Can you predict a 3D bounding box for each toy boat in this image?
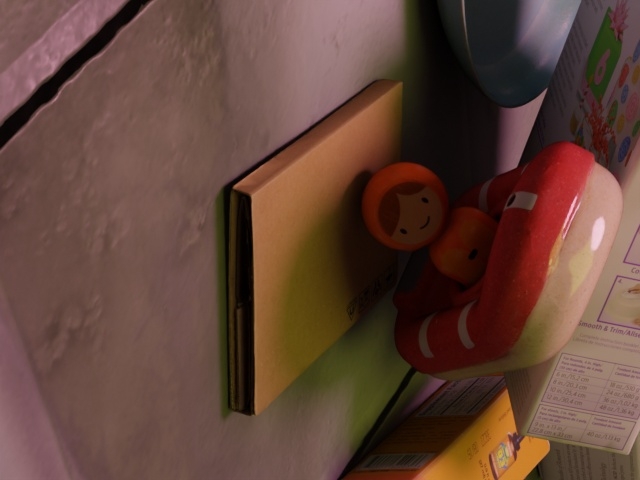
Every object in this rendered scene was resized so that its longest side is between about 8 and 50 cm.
[{"bbox_3d":[0.096,-0.001,1.139,0.151,0.151,0.231,-65,-165,-19],"label":"toy boat"}]

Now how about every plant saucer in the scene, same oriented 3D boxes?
[{"bbox_3d":[0.158,-0.259,1.274,0.317,0.043,0.318,-40,138,-49],"label":"plant saucer"}]

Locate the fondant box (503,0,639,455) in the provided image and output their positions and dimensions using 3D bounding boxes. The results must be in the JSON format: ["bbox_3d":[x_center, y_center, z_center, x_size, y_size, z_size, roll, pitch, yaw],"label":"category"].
[{"bbox_3d":[0.225,-0.043,1.259,0.238,0.096,0.330,-94,-162,-57],"label":"fondant box"}]

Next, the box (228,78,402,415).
[{"bbox_3d":[0.000,0.000,1.125,0.201,0.021,0.164,-40,138,-50],"label":"box"}]

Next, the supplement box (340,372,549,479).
[{"bbox_3d":[0.100,0.181,1.343,0.233,0.080,0.078,-31,110,-52],"label":"supplement box"}]

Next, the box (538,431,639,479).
[{"bbox_3d":[0.299,0.140,1.689,0.181,0.119,0.182,-58,151,-31],"label":"box"}]
